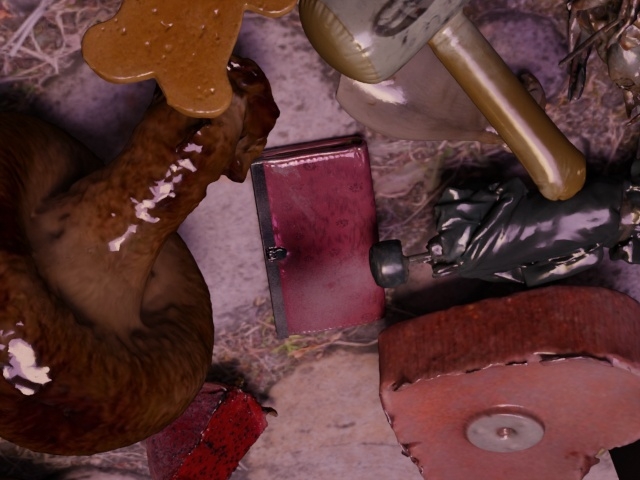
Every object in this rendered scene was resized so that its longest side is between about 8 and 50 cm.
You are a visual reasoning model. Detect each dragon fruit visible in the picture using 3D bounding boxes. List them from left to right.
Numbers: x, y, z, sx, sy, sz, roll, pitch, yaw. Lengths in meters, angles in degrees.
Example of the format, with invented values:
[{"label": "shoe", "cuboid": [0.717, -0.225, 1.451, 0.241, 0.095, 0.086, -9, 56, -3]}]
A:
[{"label": "dragon fruit", "cuboid": [-0.133, 0.204, 1.924, 0.147, 0.096, 0.102, -53, 135, -9]}]

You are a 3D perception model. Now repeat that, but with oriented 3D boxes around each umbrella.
[{"label": "umbrella", "cuboid": [0.216, -0.015, 1.805, 0.349, 0.094, 0.143, -13, 113, -6]}]

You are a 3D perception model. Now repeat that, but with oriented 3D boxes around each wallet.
[{"label": "wallet", "cuboid": [0.000, 0.000, 1.824, 0.119, 0.025, 0.232, -10, 129, -3]}]

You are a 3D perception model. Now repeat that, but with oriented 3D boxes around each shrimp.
[{"label": "shrimp", "cuboid": [0.267, -0.215, 1.654, 0.172, 0.137, 0.372, 17, 123, 27]}]

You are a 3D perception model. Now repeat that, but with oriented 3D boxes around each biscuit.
[{"label": "biscuit", "cuboid": [-0.099, -0.227, 1.565, 0.158, 0.035, 0.240, 29, 87, -2]}]

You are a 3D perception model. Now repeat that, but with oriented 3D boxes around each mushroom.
[{"label": "mushroom", "cuboid": [-0.194, 0.021, 1.637, 0.356, 0.334, 0.331, -14, 127, 14]}, {"label": "mushroom", "cuboid": [0.114, -0.136, 1.699, 0.225, 0.093, 0.116, 25, 98, -20]}]

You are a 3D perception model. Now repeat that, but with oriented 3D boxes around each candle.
[{"label": "candle", "cuboid": [0.184, 0.155, 1.895, 0.287, 0.131, 0.317, 13, 138, -19]}]

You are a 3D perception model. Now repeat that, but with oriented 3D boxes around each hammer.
[{"label": "hammer", "cuboid": [0.138, -0.159, 1.602, 0.202, 0.113, 0.305, -44, 103, -5]}]

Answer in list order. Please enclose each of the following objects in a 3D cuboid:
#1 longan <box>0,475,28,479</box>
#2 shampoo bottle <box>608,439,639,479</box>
[{"label": "longan", "cuboid": [-0.341, 0.377, 1.914, 0.258, 0.258, 0.258, -5, 127, -6]}, {"label": "shampoo bottle", "cuboid": [0.369, 0.252, 1.900, 0.098, 0.309, 0.071, 18, 121, -21]}]
